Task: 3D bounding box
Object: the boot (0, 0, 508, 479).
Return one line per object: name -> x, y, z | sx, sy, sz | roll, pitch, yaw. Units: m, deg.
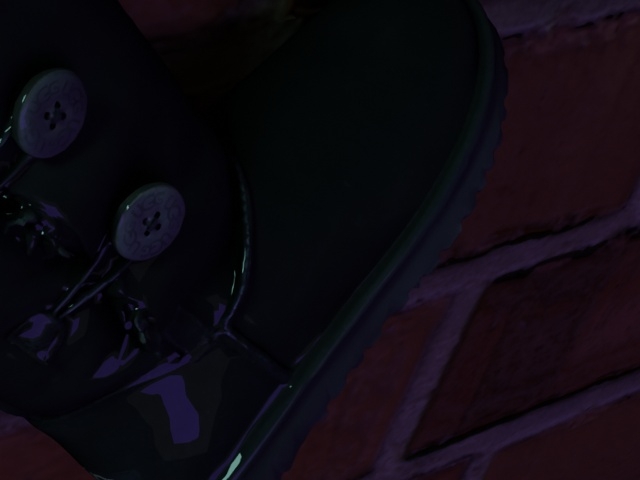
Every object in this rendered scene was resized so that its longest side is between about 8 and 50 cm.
boot -> -0.102, -0.096, 0.775 | 0.445, 0.146, 0.367 | 45, 65, -44
